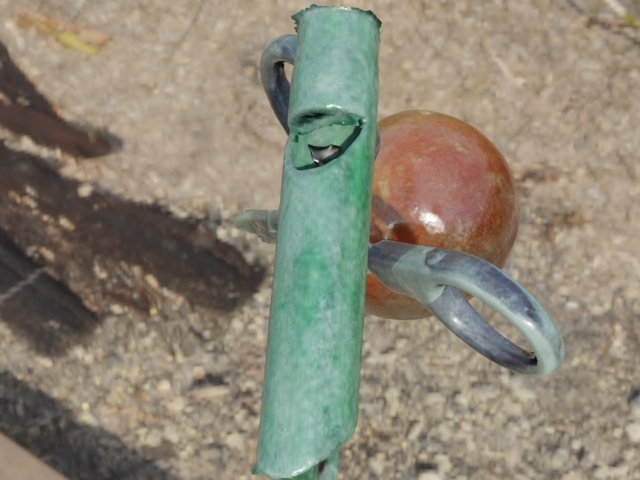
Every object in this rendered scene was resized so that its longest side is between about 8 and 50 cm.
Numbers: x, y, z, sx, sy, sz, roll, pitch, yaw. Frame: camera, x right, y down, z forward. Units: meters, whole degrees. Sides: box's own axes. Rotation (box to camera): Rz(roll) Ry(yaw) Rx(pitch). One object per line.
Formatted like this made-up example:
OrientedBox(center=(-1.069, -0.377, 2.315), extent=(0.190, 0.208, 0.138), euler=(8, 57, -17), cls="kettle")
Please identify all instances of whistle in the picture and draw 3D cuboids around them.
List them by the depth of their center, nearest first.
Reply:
OrientedBox(center=(0.000, 0.000, 0.462), extent=(0.039, 0.039, 0.186), euler=(3, 70, 6), cls="whistle")

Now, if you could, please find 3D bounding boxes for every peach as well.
OrientedBox(center=(0.105, -0.024, 1.396), extent=(0.252, 0.252, 0.252), euler=(-2, 42, 2), cls="peach")

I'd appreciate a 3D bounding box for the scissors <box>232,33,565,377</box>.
OrientedBox(center=(0.012, 0.003, 0.853), extent=(0.029, 0.383, 0.256), euler=(-43, 95, -18), cls="scissors")
